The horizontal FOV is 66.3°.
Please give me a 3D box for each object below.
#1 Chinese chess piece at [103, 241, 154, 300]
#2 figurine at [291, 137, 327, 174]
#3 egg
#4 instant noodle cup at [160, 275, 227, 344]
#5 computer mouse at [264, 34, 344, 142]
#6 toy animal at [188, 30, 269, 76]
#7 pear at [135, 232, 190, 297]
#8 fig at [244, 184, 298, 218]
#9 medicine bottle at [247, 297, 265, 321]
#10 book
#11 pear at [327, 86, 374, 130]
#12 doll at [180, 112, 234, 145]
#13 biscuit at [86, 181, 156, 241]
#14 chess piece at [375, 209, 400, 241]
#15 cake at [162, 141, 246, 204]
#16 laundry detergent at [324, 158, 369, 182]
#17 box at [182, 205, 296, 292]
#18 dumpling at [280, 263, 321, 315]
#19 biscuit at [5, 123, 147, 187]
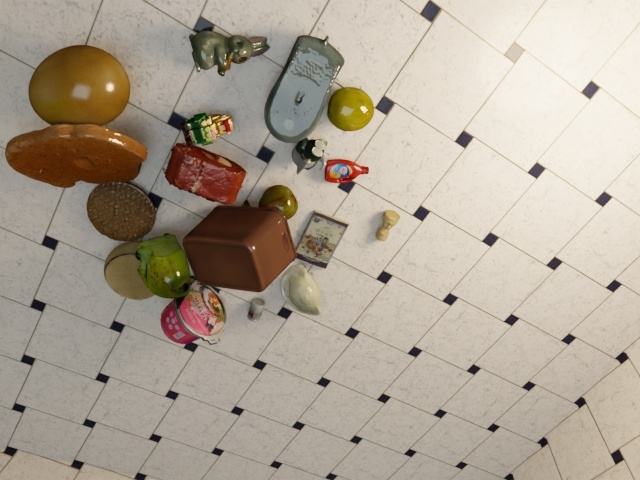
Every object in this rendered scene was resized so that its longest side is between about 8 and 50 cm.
[{"bbox_3d":[-0.745,0.125,1.984,0.250,0.103,0.249,-2,120,-4],"label":"Chinese chess piece"},{"bbox_3d":[-0.043,-0.308,1.749,0.126,0.192,0.147,18,80,-26],"label":"figurine"},{"bbox_3d":[-0.766,-0.478,1.556,0.323,0.250,0.250,-16,120,16],"label":"egg"},{"bbox_3d":[-0.546,0.320,2.042,0.182,0.302,0.258,-32,150,29],"label":"instant noodle cup"},{"bbox_3d":[-0.061,-0.513,1.654,0.188,0.122,0.370,24,108,-15],"label":"computer mouse"},{"bbox_3d":[-0.290,-0.619,1.586,0.252,0.125,0.127,-13,148,-3],"label":"toy animal"},{"bbox_3d":[-0.577,0.133,1.823,0.164,0.255,0.238,-13,120,-26],"label":"pear"},{"bbox_3d":[-0.182,-0.131,1.850,0.186,0.142,0.147,-28,91,-2],"label":"fig"},{"bbox_3d":[-0.281,0.303,2.138,0.058,0.058,0.091,15,118,-12],"label":"medicine bottle"},{"bbox_3d":[0.000,0.001,2.003,0.158,0.026,0.231,21,116,-14],"label":"book"},{"bbox_3d":[0.102,-0.452,1.687,0.162,0.148,0.148,3,120,-19],"label":"pear"},{"bbox_3d":[-0.395,-0.392,1.705,0.187,0.134,0.106,-13,118,-4],"label":"doll"},{"bbox_3d":[-0.764,-0.113,1.884,0.262,0.037,0.261,-2,120,-3],"label":"biscuit"},{"bbox_3d":[0.267,-0.056,1.970,0.066,0.066,0.122,14,124,-11],"label":"chess piece"},{"bbox_3d":[-0.413,-0.246,1.754,0.283,0.177,0.150,17,117,-19],"label":"cake"},{"bbox_3d":[0.100,-0.259,1.849,0.166,0.049,0.097,1,126,-6],"label":"laundry detergent"},{"bbox_3d":[-0.301,0.030,1.809,0.340,0.229,0.239,4,123,27],"label":"box"},{"bbox_3d":[-0.083,0.225,2.075,0.167,0.126,0.215,-18,123,25],"label":"dumpling"},{"bbox_3d":[-0.815,-0.284,1.652,0.456,0.349,0.078,-5,76,2],"label":"biscuit"}]
